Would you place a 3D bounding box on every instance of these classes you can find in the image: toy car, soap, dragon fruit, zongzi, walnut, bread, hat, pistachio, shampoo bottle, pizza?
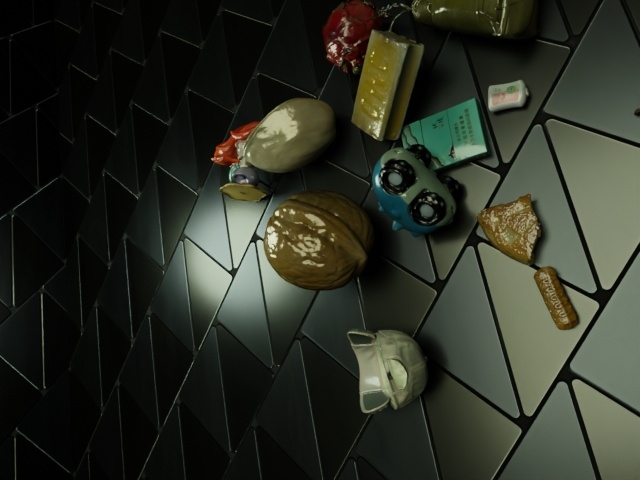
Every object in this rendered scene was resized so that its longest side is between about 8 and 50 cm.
[{"bbox_3d":[0.241,-0.123,1.369,0.255,0.188,0.190,47,132,-1],"label":"toy car"},{"bbox_3d":[0.186,-0.444,1.458,0.173,0.089,0.274,47,135,44],"label":"soap"},{"bbox_3d":[0.105,-0.646,1.569,0.192,0.193,0.273,166,109,-65],"label":"dragon fruit"},{"bbox_3d":[0.380,-0.739,1.339,0.447,0.182,0.417,26,122,37],"label":"zongzi"},{"bbox_3d":[0.000,0.000,1.478,0.333,0.333,0.332,-6,79,35],"label":"walnut"},{"bbox_3d":[0.556,0.136,1.201,0.052,0.044,0.157,-26,69,23],"label":"bread"},{"bbox_3d":[0.177,0.346,1.385,0.275,0.161,0.231,-26,68,55],"label":"hat"},{"bbox_3d":[-0.100,-0.330,1.634,0.332,0.226,0.207,-27,44,15],"label":"pistachio"},{"bbox_3d":[0.494,-0.378,1.326,0.099,0.043,0.072,-2,82,36],"label":"shampoo bottle"},{"bbox_3d":[0.487,-0.043,1.274,0.182,0.063,0.161,38,112,39],"label":"pizza"}]

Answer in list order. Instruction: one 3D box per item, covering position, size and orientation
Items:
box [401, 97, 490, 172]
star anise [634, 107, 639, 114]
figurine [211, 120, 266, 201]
[{"bbox_3d":[0.343,-0.278,1.418,0.229,0.041,0.161,-16,73,34],"label":"box"},{"bbox_3d":[0.771,-0.297,1.118,0.141,0.042,0.140,-7,78,33],"label":"star anise"},{"bbox_3d":[-0.277,-0.283,1.789,0.208,0.181,0.256,-27,57,61],"label":"figurine"}]
